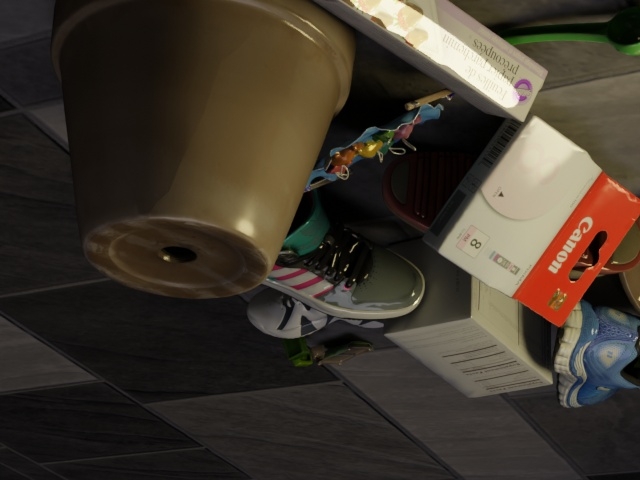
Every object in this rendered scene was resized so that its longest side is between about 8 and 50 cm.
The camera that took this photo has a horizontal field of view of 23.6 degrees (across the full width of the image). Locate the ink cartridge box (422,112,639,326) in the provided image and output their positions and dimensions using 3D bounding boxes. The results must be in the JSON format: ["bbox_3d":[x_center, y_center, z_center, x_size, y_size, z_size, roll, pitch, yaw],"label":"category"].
[{"bbox_3d":[0.259,-0.017,1.761,0.232,0.189,0.066,32,-175,-23],"label":"ink cartridge box"}]

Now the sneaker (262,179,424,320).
[{"bbox_3d":[0.000,0.000,1.905,0.296,0.123,0.178,17,158,-1],"label":"sneaker"}]

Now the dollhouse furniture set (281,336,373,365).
[{"bbox_3d":[0.002,0.152,2.328,0.076,0.058,0.152,-29,158,37],"label":"dollhouse furniture set"}]

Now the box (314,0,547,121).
[{"bbox_3d":[0.095,-0.215,1.525,0.324,0.063,0.067,27,177,-37],"label":"box"}]

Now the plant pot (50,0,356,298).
[{"bbox_3d":[-0.131,-0.102,1.568,0.323,0.280,0.323,4,154,2],"label":"plant pot"}]

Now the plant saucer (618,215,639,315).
[{"bbox_3d":[0.499,0.052,1.897,0.278,0.041,0.277,27,141,24],"label":"plant saucer"}]

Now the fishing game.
[{"bbox_3d":[0.058,-0.099,1.699,0.189,0.041,0.264,-23,173,-46],"label":"fishing game"}]

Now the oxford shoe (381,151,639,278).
[{"bbox_3d":[0.217,-0.013,1.868,0.348,0.123,0.130,18,158,-19],"label":"oxford shoe"}]

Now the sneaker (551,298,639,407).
[{"bbox_3d":[0.408,0.171,2.130,0.147,0.129,0.330,10,168,15],"label":"sneaker"}]

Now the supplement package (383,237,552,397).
[{"bbox_3d":[0.204,0.104,2.072,0.134,0.139,0.244,-13,147,30],"label":"supplement package"}]

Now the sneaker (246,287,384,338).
[{"bbox_3d":[-0.020,0.056,2.077,0.235,0.094,0.153,0,144,33],"label":"sneaker"}]

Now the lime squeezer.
[{"bbox_3d":[0.313,-0.243,1.490,0.110,0.059,0.310,45,143,-9],"label":"lime squeezer"}]
